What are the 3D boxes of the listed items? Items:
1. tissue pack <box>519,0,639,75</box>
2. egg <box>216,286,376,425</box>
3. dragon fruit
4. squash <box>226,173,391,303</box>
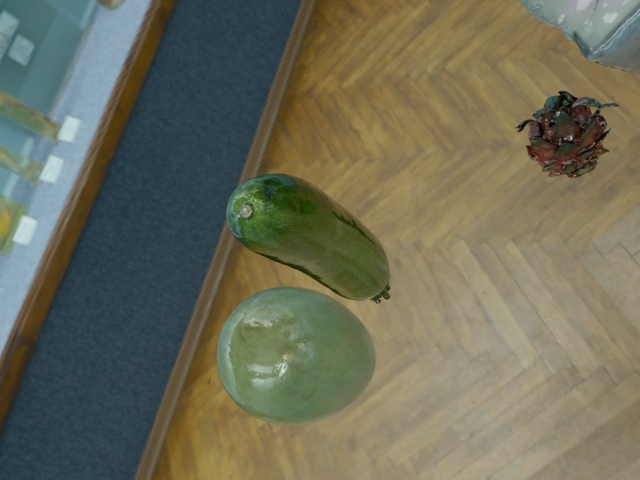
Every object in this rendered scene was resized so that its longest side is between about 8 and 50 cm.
[{"bbox_3d":[0.324,-0.256,0.536,0.124,0.394,0.288,47,121,23],"label":"tissue pack"},{"bbox_3d":[-0.028,0.188,1.169,0.218,0.295,0.218,-16,66,41],"label":"egg"},{"bbox_3d":[0.371,-0.157,1.099,0.121,0.142,0.130,26,51,36],"label":"dragon fruit"},{"bbox_3d":[0.000,0.000,0.581,0.069,0.258,0.069,-7,72,23],"label":"squash"}]
